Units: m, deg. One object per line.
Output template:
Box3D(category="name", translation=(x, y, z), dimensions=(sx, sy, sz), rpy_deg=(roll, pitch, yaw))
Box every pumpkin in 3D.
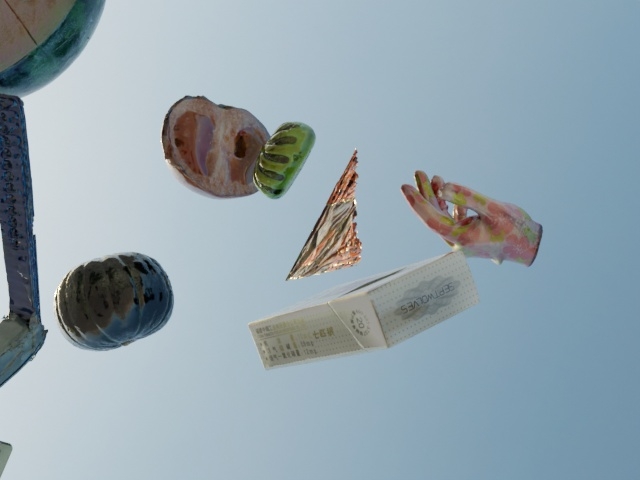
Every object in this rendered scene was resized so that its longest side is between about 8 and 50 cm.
Box3D(category="pumpkin", translation=(-0.369, 0.112, 1.621), dimensions=(0.221, 0.220, 0.161), rpy_deg=(-21, -99, 29))

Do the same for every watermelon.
Box3D(category="watermelon", translation=(-0.467, -0.319, 1.403), dimensions=(0.292, 0.222, 0.319), rpy_deg=(5, -105, 7))

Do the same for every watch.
Box3D(category="watch", translation=(-0.387, 0.022, 0.999), dimensions=(0.068, 0.274, 0.276), rpy_deg=(9, -136, 35))

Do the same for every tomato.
Box3D(category="tomato", translation=(-0.202, -0.150, 1.646), dimensions=(0.112, 0.228, 0.199), rpy_deg=(-35, -133, 48))

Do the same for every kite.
Box3D(category="kite", translation=(0.001, 0.001, 0.898), dimensions=(0.125, 0.008, 0.222), rpy_deg=(-46, -159, 26))

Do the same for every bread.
Box3D(category="bread", translation=(-0.062, -0.127, 1.426), dimensions=(0.071, 0.139, 0.130), rpy_deg=(27, -99, -2))

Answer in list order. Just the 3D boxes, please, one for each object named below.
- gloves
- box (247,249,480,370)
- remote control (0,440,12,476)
Box3D(category="gloves", translation=(0.244, -0.031, 1.502), dimensions=(0.241, 0.145, 0.126), rpy_deg=(15, -81, 1))
Box3D(category="box", translation=(0.062, 0.116, 1.432), dimensions=(0.330, 0.210, 0.095), rpy_deg=(-18, -88, 53))
Box3D(category="remote control", translation=(-0.499, 0.272, 1.194), dimensions=(0.065, 0.166, 0.029), rpy_deg=(-66, -160, 3))
